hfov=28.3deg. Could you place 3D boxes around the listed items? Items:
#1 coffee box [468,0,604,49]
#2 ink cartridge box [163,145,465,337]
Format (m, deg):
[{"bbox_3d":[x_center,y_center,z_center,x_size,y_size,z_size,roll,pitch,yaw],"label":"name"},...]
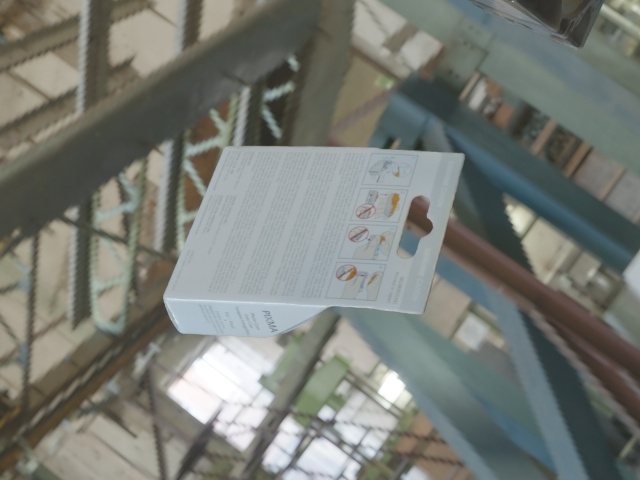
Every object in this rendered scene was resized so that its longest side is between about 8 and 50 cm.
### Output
[{"bbox_3d":[0.193,-0.287,1.149,0.168,0.119,0.297,-67,-20,10],"label":"coffee box"},{"bbox_3d":[0.000,0.000,1.834,0.091,0.385,0.308,72,-152,-46],"label":"ink cartridge box"}]
